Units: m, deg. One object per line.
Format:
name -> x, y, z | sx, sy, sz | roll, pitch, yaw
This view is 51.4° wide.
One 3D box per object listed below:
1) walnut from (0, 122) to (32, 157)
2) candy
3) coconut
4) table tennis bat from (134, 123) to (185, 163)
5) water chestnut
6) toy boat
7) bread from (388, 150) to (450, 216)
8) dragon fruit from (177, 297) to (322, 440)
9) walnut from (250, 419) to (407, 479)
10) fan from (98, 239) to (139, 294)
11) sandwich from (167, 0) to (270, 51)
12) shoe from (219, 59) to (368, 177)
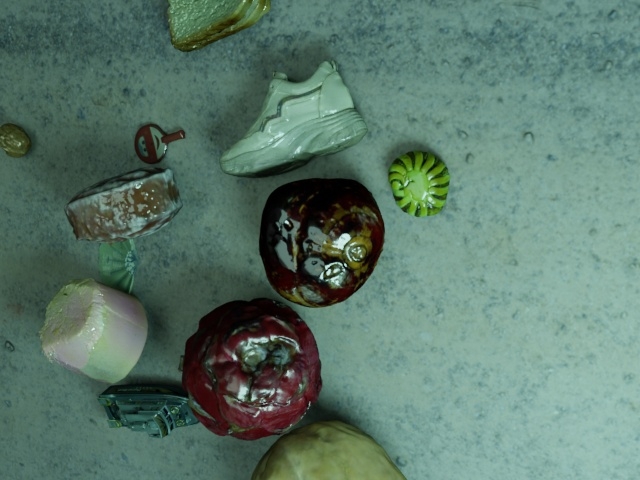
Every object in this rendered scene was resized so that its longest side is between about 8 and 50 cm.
walnut -> -0.819, -0.266, 1.777 | 0.096, 0.082, 0.079 | 48, 139, 9
candy -> -0.465, -0.079, 1.581 | 0.289, 0.214, 0.157 | -15, 97, 24
coconut -> -0.546, 0.228, 1.642 | 0.233, 0.245, 0.233 | -13, 59, 22
table tennis bat -> -0.398, -0.244, 1.641 | 0.154, 0.019, 0.098 | -11, 92, 26
water chestnut -> 0.000, 0.000, 1.392 | 0.289, 0.244, 0.289 | 0, 90, 17
toy boat -> -0.418, 0.428, 1.676 | 0.296, 0.122, 0.114 | -3, 121, 20
bread -> 0.203, -0.117, 1.384 | 0.130, 0.071, 0.139 | 2, 98, 17
dragon fruit -> -0.146, 0.276, 1.444 | 0.329, 0.329, 0.329 | 3, 98, 22
walnut -> 0.027, 0.562, 1.405 | 0.381, 0.381, 0.381 | 3, 98, 22
fan -> -0.527, 0.056, 1.735 | 0.131, 0.009, 0.240 | 5, 99, 24
sandwich -> -0.256, -0.594, 1.494 | 0.254, 0.099, 0.288 | -19, 89, 29
shoe -> -0.079, -0.265, 1.454 | 0.342, 0.132, 0.210 | -18, 86, 19
